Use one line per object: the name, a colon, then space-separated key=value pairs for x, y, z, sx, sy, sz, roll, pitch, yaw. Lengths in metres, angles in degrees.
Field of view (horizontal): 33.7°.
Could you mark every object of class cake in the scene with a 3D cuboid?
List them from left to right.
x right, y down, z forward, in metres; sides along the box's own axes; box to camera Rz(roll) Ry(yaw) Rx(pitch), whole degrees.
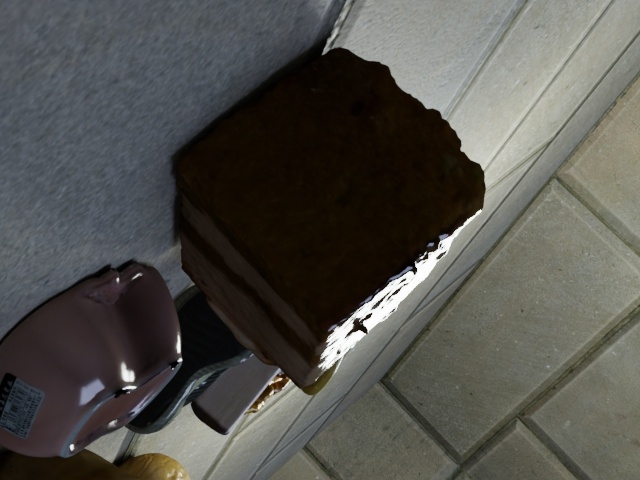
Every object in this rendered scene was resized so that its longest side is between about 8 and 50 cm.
cake: x=0.000 y=0.000 z=0.940 sx=0.198 sy=0.196 sz=0.293 roll=-42 pitch=167 yaw=-21

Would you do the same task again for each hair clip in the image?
hair clip: x=-0.053 y=0.122 z=1.470 sx=0.331 sy=0.085 sz=0.101 roll=-50 pitch=171 yaw=-4

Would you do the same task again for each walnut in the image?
walnut: x=-0.257 y=0.387 z=1.572 sx=0.144 sy=0.144 sz=0.180 roll=-45 pitch=160 yaw=1
walnut: x=-0.092 y=0.226 z=1.735 sx=0.170 sy=0.069 sz=0.143 roll=-32 pitch=163 yaw=-39

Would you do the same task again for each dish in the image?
dish: x=-0.200 y=0.118 z=0.932 sx=0.213 sy=0.090 sz=0.213 roll=-42 pitch=168 yaw=-11

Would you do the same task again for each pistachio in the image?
pistachio: x=-0.288 y=0.307 z=1.124 sx=0.212 sy=0.163 sz=0.260 roll=-4 pitch=156 yaw=-17

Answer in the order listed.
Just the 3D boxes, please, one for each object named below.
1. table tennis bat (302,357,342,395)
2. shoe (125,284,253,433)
table tennis bat: x=0.028 y=0.129 z=1.601 sx=0.321 sy=0.050 sz=0.198 roll=140 pitch=-31 yaw=-65
shoe: x=-0.135 y=0.117 z=1.167 sx=0.227 sy=0.099 sz=0.112 roll=-42 pitch=176 yaw=5
